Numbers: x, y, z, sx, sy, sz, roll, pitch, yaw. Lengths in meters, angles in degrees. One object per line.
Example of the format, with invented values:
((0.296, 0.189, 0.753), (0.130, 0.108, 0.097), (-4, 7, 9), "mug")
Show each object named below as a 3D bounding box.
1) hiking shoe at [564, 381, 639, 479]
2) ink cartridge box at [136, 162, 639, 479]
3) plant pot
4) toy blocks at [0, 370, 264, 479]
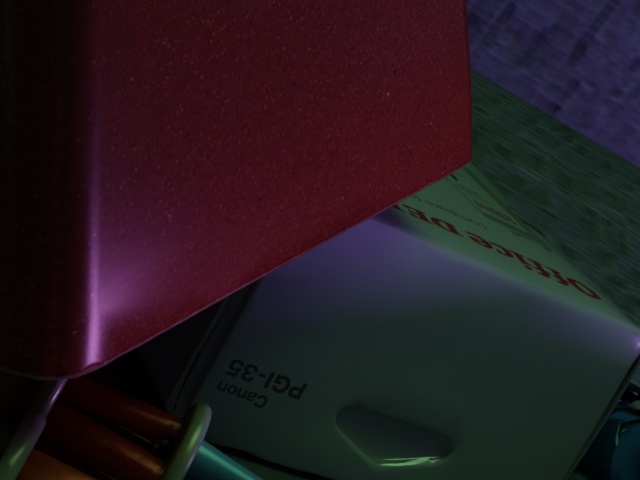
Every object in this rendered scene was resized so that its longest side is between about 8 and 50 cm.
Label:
((0.194, 0.124, 0.732), (0.113, 0.132, 0.304), (21, 17, -34), "hiking shoe")
((0.000, 0.000, 0.806), (0.207, 0.117, 0.283), (22, 16, -29), "ink cartridge box")
((-0.105, -0.138, 0.570), (0.267, 0.235, 0.267), (18, 25, 27), "plant pot")
((-0.077, 0.075, 0.522), (0.148, 0.054, 0.123), (29, 13, -6), "toy blocks")
